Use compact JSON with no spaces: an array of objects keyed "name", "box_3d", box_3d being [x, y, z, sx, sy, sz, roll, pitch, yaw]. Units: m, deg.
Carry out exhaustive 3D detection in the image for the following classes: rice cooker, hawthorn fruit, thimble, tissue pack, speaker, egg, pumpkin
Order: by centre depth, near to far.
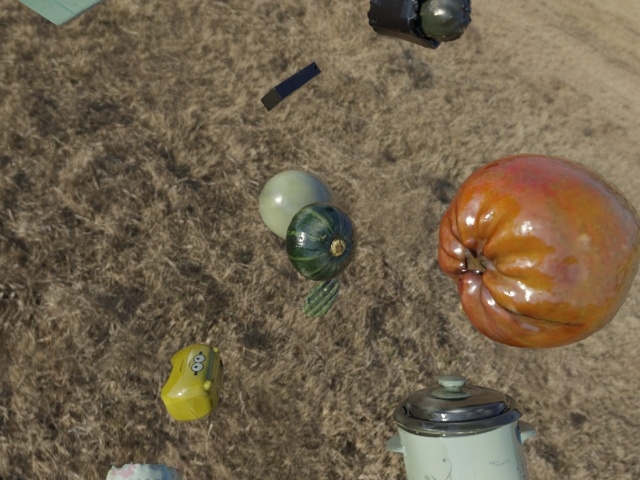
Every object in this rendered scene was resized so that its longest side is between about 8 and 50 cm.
[{"name":"hawthorn fruit","box_3d":[0.333,0.004,0.699,0.298,0.277,0.277,-13,54,-24]},{"name":"rice cooker","box_3d":[0.292,0.430,1.002,0.316,0.316,0.264,35,6,11]},{"name":"pumpkin","box_3d":[0.003,0.000,1.004,0.167,0.167,0.125,-5,22,-27]},{"name":"tissue pack","box_3d":[-0.306,0.348,1.197,0.127,0.123,0.178,-15,31,8]},{"name":"thimble","box_3d":[-0.469,0.673,1.251,0.211,0.185,0.149,29,45,-33]},{"name":"speaker","box_3d":[-0.088,-0.475,1.474,0.044,0.082,0.218,52,52,-13]},{"name":"egg","box_3d":[-0.073,-0.118,1.713,0.258,0.258,0.352,46,7,21]}]

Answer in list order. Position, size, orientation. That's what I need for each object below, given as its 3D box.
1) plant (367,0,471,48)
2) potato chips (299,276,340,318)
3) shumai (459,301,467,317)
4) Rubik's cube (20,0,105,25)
[{"name":"plant","box_3d":[0.240,-0.552,1.157,0.256,0.142,0.164,24,14,35]},{"name":"potato chips","box_3d":[0.018,0.177,1.627,0.092,0.028,0.207,42,67,-4]},{"name":"shumai","box_3d":[0.622,0.263,1.957,0.105,0.139,0.123,36,84,37]},{"name":"Rubik's cube","box_3d":[-0.385,-0.551,0.652,0.316,0.322,0.319,29,71,-46]}]
